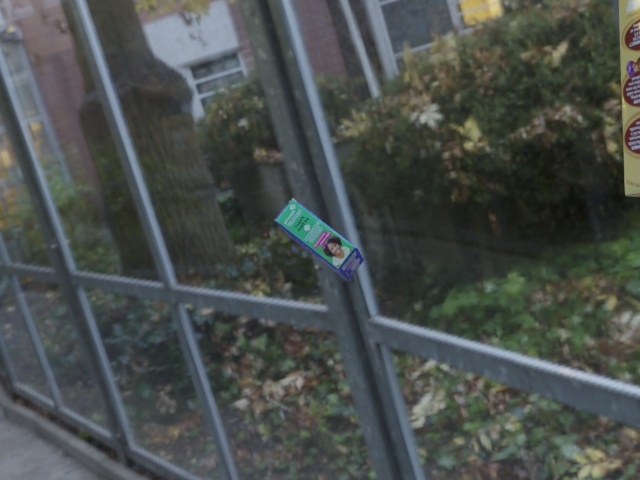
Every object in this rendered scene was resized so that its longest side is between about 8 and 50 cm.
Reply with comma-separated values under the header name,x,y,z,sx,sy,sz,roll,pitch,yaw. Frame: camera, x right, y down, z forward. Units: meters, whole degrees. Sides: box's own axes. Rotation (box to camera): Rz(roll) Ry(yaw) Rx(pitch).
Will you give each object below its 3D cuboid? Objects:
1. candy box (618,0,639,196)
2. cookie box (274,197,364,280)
name,x,y,z,sx,sy,sz,roll,pitch,yaw
candy box,0.269,-0.123,0.666,0.109,0.187,0.053,2,-6,-27
cookie box,0.000,0.000,1.210,0.040,0.107,0.092,-52,-14,-3
